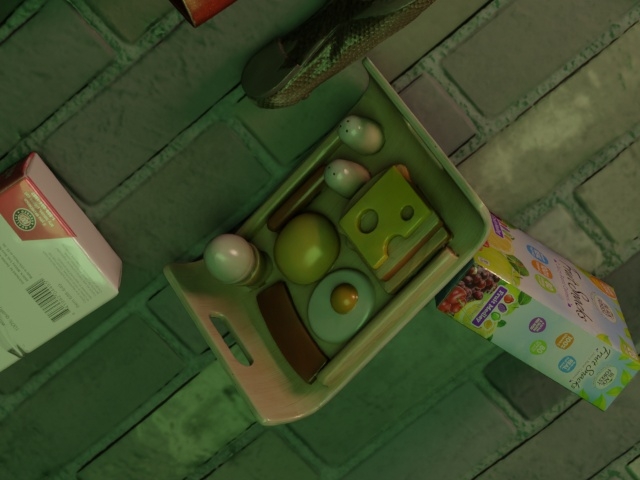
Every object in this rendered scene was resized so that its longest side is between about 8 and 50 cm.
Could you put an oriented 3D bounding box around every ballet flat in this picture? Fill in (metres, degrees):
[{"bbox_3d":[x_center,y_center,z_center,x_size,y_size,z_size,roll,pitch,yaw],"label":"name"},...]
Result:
[{"bbox_3d":[0.033,-0.207,1.561,0.250,0.084,0.058,-37,141,11],"label":"ballet flat"}]

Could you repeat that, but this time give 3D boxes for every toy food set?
[{"bbox_3d":[0.000,0.000,1.553,0.306,0.220,0.092,-46,146,15],"label":"toy food set"}]

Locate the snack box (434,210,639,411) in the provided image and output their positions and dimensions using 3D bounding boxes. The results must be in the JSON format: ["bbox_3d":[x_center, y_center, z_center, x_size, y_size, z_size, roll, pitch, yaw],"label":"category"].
[{"bbox_3d":[0.211,0.058,1.611,0.207,0.174,0.070,32,111,-15],"label":"snack box"}]

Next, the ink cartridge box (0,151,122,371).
[{"bbox_3d":[-0.334,0.038,1.628,0.218,0.092,0.159,-33,109,9],"label":"ink cartridge box"}]

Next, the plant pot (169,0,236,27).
[{"bbox_3d":[-0.082,-0.375,1.396,0.235,0.267,0.267,-28,111,-4],"label":"plant pot"}]
